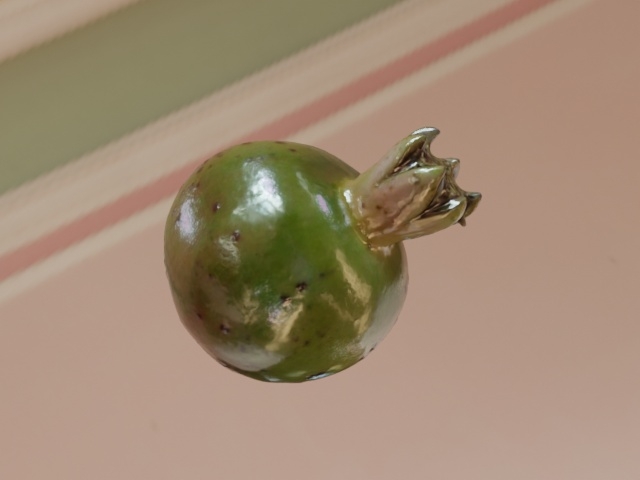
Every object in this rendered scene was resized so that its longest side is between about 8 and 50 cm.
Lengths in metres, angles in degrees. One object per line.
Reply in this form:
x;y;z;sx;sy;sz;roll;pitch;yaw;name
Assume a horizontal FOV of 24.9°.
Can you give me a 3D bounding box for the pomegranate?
0.000;0.000;0.631;0.142;0.114;0.114;-31;-33;26;pomegranate
